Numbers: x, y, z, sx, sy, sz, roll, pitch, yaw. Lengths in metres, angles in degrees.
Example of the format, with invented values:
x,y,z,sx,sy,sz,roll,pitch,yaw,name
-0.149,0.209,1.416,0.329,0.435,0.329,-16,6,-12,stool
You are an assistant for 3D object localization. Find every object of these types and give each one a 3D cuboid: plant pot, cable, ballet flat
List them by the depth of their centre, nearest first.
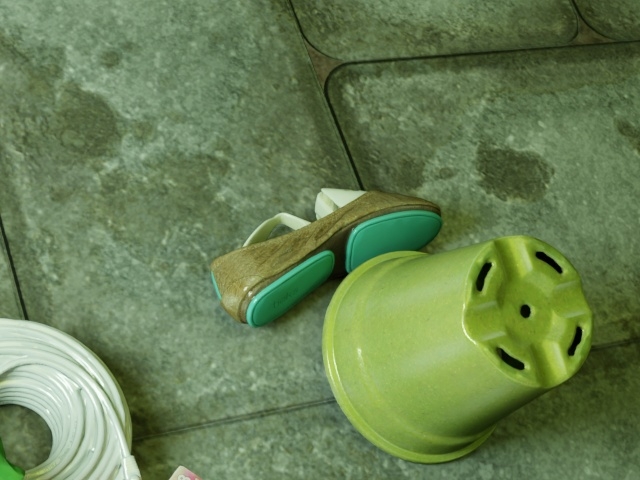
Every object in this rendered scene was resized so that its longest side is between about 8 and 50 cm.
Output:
x,y,z,sx,sy,sz,roll,pitch,yaw,name
-0.336,0.212,1.555,0.257,0.089,0.257,1,60,-21,cable
0.181,0.113,1.693,0.276,0.254,0.276,9,70,-25,plant pot
0.000,0.000,1.826,0.342,0.116,0.124,-27,54,-29,ballet flat

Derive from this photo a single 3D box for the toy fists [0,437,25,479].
x,y,z,sx,sy,sz,roll,pitch,yaw,name
-0.431,0.279,1.411,0.142,0.096,0.279,43,90,-10,toy fists

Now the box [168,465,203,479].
x,y,z,sx,sy,sz,roll,pitch,yaw,name
-0.185,0.406,1.462,0.142,0.154,0.300,35,55,2,box
